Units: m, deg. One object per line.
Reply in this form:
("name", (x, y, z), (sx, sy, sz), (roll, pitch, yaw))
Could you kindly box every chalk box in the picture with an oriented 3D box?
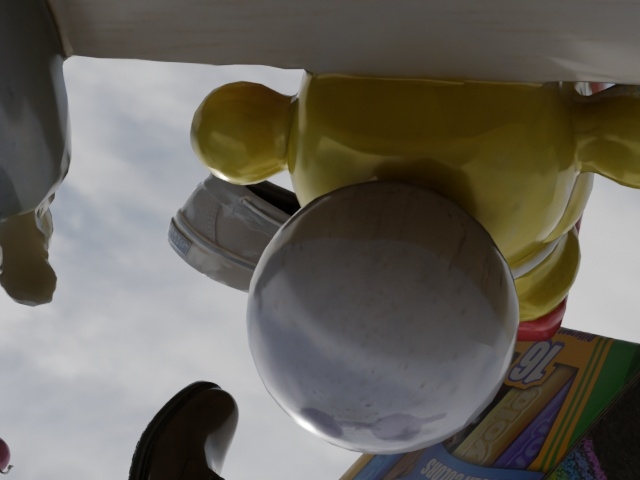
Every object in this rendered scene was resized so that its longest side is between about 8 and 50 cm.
("chalk box", (0.090, 0.205, 0.886), (0.180, 0.289, 0.179), (50, 166, -17))

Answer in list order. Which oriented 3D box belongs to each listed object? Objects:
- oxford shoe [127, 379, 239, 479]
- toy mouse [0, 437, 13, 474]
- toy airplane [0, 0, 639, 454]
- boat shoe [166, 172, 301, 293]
("oxford shoe", (-0.086, 0.186, 1.135), (0.096, 0.083, 0.227), (-5, -139, 22))
("toy mouse", (-0.338, 0.214, 1.660), (0.031, 0.161, 0.143), (-25, -100, -33))
("toy airplane", (0.036, -0.070, 0.541), (0.384, 0.386, 0.273), (25, -117, -28))
("boat shoe", (0.000, 0.000, 0.931), (0.184, 0.063, 0.066), (20, -158, -35))
